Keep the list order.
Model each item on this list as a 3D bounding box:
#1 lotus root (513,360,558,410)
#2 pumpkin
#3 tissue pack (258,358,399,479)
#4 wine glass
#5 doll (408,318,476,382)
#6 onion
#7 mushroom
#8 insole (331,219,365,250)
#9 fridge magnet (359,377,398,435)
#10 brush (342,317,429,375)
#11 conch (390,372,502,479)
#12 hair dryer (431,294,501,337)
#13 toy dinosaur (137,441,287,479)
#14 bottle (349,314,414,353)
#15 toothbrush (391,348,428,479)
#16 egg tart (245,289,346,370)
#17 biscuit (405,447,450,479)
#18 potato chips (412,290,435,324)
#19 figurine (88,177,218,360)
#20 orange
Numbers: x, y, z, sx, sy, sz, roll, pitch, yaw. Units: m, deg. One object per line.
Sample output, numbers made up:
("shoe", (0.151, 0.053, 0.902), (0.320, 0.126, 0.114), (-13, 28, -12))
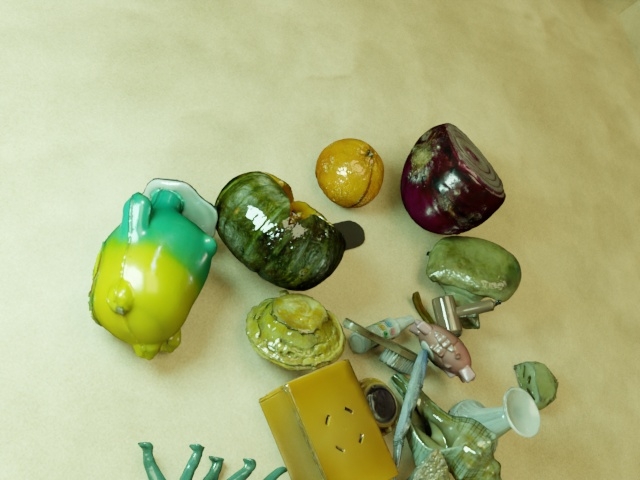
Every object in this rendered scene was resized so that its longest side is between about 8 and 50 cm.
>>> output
("lotus root", (0.641, 0.413, 2.259), (0.144, 0.070, 0.143), (-2, 67, -40))
("pumpkin", (-0.099, -0.021, 1.776), (0.320, 0.192, 0.320), (39, 6, -5))
("tissue pack", (0.010, 0.428, 1.693), (0.194, 0.145, 0.274), (-12, 72, -44))
("wine glass", (0.447, 0.464, 1.987), (0.165, 0.196, 0.164), (21, 53, -31))
("doll", (0.316, 0.279, 1.991), (0.093, 0.262, 0.211), (-44, 75, -6))
("onion", (0.360, -0.155, 2.240), (0.282, 0.260, 0.336), (24, 33, -36))
("mushroom", (0.430, 0.081, 2.206), (0.217, 0.212, 0.292), (49, 51, -16))
("insole", (0.000, 0.000, 2.032), (0.328, 0.007, 0.111), (-11, 74, -42))
("fridge magnet", (0.131, 0.397, 1.863), (0.143, 0.063, 0.143), (17, 59, -31))
("brush", (0.152, 0.266, 1.901), (0.327, 0.070, 0.065), (33, 89, -44))
("conch", (0.294, 0.492, 1.888), (0.386, 0.169, 0.203), (30, 29, 30))
("hair dryer", (0.398, 0.192, 2.092), (0.064, 0.182, 0.117), (56, 20, -72))
("toy dinosaur", (-0.242, 0.561, 1.462), (0.384, 0.129, 0.330), (22, 64, -30))
("bottle", (0.165, 0.231, 1.990), (0.217, 0.060, 0.060), (-17, 76, -42))
("toothbrush", (0.197, 0.426, 1.826), (0.042, 0.035, 0.413), (56, 42, -37))
("egg tart", (-0.053, 0.191, 1.756), (0.241, 0.105, 0.241), (9, 34, -6))
("biscuit", (0.217, 0.600, 1.763), (0.250, 0.032, 0.133), (-43, 101, -15))
("potato chips", (0.304, 0.228, 2.125), (0.026, 0.037, 0.204), (-32, 92, -35))
("figurine", (-0.330, 0.056, 1.573), (0.323, 0.232, 0.340), (73, 21, -46))
("orange", (0.084, -0.184, 2.100), (0.193, 0.161, 0.193), (15, 59, -27))
